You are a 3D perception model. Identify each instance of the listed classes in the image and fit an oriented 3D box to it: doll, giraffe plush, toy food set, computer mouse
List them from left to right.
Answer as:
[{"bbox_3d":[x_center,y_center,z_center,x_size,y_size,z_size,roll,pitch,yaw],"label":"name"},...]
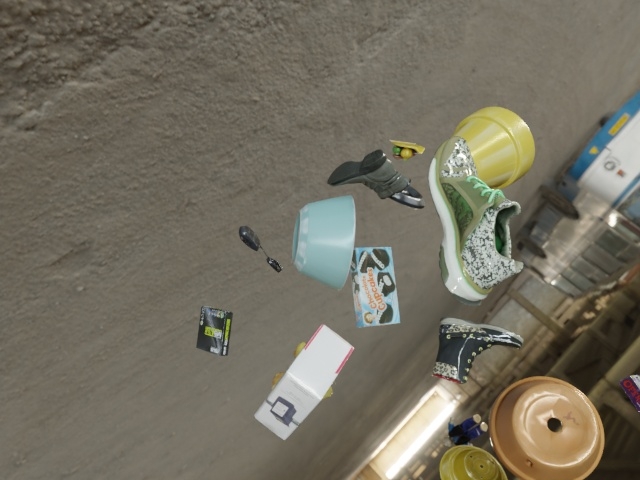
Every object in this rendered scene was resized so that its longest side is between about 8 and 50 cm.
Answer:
[{"bbox_3d":[-0.230,0.039,2.099,0.041,0.242,0.071,-32,-157,15],"label":"computer mouse"},{"bbox_3d":[-0.069,0.432,1.674,0.171,0.181,0.210,-28,-172,-17],"label":"giraffe plush"},{"bbox_3d":[0.350,-0.365,2.298,0.218,0.128,0.071,-99,-163,-75],"label":"toy food set"},{"bbox_3d":[0.526,0.711,2.068,0.046,0.129,0.189,-20,156,-53],"label":"doll"}]

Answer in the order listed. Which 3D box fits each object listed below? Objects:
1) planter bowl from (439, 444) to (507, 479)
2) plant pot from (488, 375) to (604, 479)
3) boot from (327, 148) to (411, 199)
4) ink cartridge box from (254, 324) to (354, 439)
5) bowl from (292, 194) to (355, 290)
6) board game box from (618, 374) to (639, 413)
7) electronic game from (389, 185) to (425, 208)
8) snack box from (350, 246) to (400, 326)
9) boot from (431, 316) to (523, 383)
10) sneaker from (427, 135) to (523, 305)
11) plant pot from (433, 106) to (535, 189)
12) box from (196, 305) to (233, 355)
[{"bbox_3d":[0.493,0.727,1.748,0.090,0.217,0.217,-16,143,-55],"label":"planter bowl"},{"bbox_3d":[0.591,0.487,1.446,0.291,0.291,0.203,-45,154,-7],"label":"plant pot"},{"bbox_3d":[0.150,-0.181,1.756,0.247,0.161,0.083,-16,-139,43],"label":"boot"},{"bbox_3d":[-0.041,0.336,1.311,0.172,0.100,0.237,-48,173,-46],"label":"ink cartridge box"},{"bbox_3d":[0.000,0.000,1.794,0.163,0.311,0.311,6,142,-9],"label":"bowl"},{"bbox_3d":[1.048,0.565,1.660,0.208,0.346,0.056,14,132,-46],"label":"board game box"},{"bbox_3d":[0.270,-0.176,1.986,0.229,0.229,0.048,-12,132,-59],"label":"electronic game"},{"bbox_3d":[0.222,0.190,2.301,0.187,0.321,0.060,-1,169,-30],"label":"snack box"},{"bbox_3d":[0.440,0.325,1.580,0.085,0.237,0.178,63,42,-61],"label":"boot"},{"bbox_3d":[0.365,-0.068,1.242,0.158,0.410,0.182,17,149,-37],"label":"sneaker"},{"bbox_3d":[0.482,-0.256,1.712,0.239,0.254,0.254,-30,154,-32],"label":"plant pot"},{"bbox_3d":[-0.445,0.376,2.330,0.045,0.191,0.184,13,84,-43],"label":"box"}]
